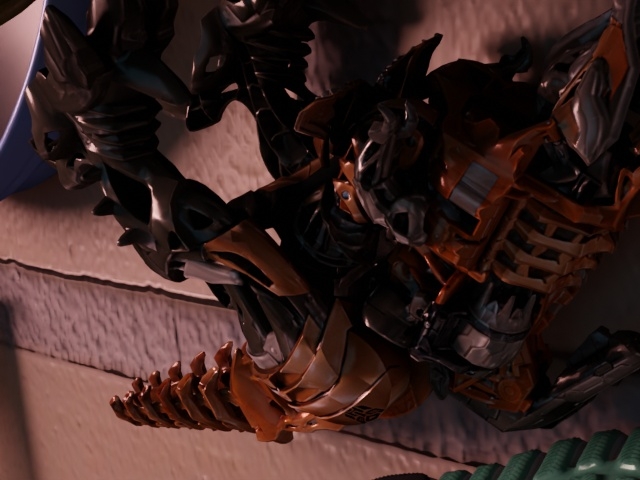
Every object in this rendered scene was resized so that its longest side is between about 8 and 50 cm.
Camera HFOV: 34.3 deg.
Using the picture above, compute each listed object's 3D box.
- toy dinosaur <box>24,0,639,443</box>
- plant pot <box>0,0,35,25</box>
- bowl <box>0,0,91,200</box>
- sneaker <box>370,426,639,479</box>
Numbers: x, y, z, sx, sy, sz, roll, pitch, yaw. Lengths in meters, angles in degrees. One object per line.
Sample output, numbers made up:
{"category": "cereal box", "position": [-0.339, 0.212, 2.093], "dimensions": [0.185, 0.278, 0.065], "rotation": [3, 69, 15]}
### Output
{"category": "toy dinosaur", "position": [0.000, 0.000, 0.402], "dimensions": [0.322, 0.164, 0.218], "rotation": [-39, 88, 18]}
{"category": "plant pot", "position": [-0.123, -0.211, 0.255], "dimensions": [0.353, 0.366, 0.366], "rotation": [-25, 81, 58]}
{"category": "bowl", "position": [-0.239, -0.205, 0.618], "dimensions": [0.391, 0.077, 0.391], "rotation": [10, 105, 41]}
{"category": "sneaker", "position": [0.094, 0.136, 0.398], "dimensions": [0.224, 0.083, 0.098], "rotation": [-19, 106, 47]}
